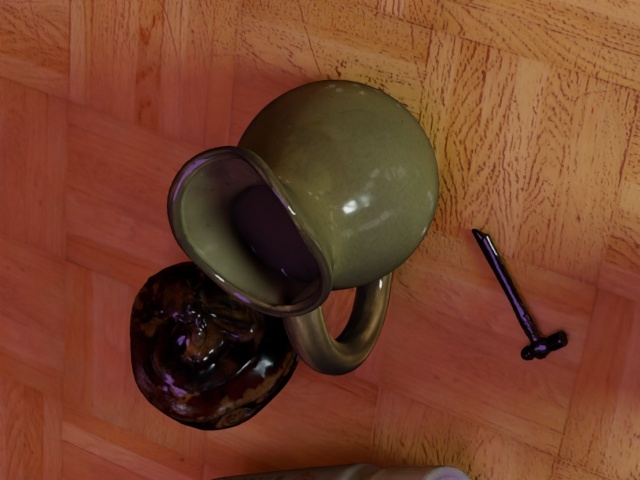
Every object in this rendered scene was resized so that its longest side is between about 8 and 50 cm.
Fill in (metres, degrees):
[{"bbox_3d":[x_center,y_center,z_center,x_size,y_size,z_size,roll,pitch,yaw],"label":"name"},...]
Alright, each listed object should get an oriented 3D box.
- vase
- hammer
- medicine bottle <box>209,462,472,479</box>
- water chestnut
[{"bbox_3d":[0.000,0.000,1.735,0.240,0.302,0.329,-3,114,31],"label":"vase"},{"bbox_3d":[0.229,0.060,1.808,0.065,0.021,0.178,-23,98,37],"label":"hammer"},{"bbox_3d":[0.013,0.404,1.990,0.388,0.219,0.219,-11,108,34],"label":"medicine bottle"},{"bbox_3d":[-0.139,0.129,1.936,0.223,0.224,0.238,37,160,10],"label":"water chestnut"}]
